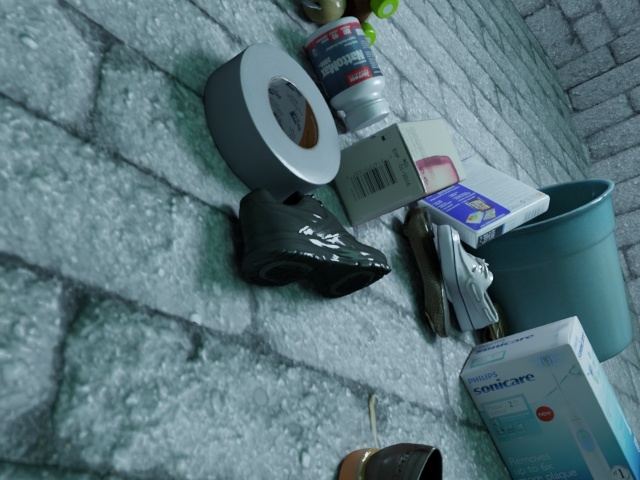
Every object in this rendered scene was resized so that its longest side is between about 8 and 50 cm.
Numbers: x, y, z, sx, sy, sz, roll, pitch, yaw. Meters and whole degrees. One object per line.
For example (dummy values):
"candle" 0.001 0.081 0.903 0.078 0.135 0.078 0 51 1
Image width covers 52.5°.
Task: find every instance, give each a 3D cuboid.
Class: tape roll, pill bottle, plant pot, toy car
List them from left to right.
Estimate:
"tape roll" -0.064 -0.168 0.935 0.219 0.072 0.219 34 44 -41
"toy car" 0.021 -0.462 1.214 0.188 0.149 0.155 -5 56 -42
"pill bottle" 0.054 -0.293 1.162 0.108 0.107 0.180 -25 91 -59
"plant pot" 0.502 0.080 1.411 0.341 0.341 0.334 -37 109 -58

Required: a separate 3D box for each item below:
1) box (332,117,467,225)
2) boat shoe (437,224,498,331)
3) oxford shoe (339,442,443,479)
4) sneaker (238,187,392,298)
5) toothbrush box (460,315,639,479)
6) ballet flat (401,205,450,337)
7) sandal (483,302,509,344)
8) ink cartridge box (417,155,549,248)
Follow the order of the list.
"box" 0.139 -0.124 1.137 0.232 0.148 0.127 -21 88 -58
"boat shoe" 0.278 0.066 1.217 0.095 0.084 0.258 -88 159 -47
"oxford shoe" 0.101 0.411 0.730 0.130 0.132 0.364 29 47 -46
"sneaker" 0.000 0.000 0.892 0.286 0.109 0.130 20 47 -52
"toothbrush box" 0.432 0.320 1.215 0.296 0.216 0.126 64 31 -5
"ballet flat" 0.194 0.057 1.199 0.084 0.058 0.250 37 42 -72
"sandal" 0.366 0.218 1.354 0.072 0.049 0.180 -44 121 -52
"ink cartridge box" 0.305 -0.082 1.294 0.206 0.208 0.045 -25 133 -26
